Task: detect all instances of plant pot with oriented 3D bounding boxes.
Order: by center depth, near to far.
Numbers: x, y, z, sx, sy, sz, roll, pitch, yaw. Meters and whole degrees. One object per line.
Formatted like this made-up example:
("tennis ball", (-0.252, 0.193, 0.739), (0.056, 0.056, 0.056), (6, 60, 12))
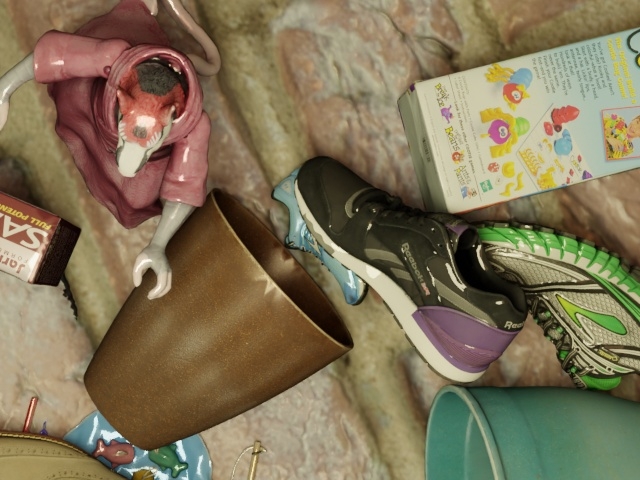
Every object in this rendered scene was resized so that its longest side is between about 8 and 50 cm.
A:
("plant pot", (0.265, 0.269, 1.481), (0.255, 0.271, 0.272), (-5, 89, -11))
("plant pot", (-0.122, 0.103, 1.489), (0.230, 0.215, 0.215), (-42, 92, 6))

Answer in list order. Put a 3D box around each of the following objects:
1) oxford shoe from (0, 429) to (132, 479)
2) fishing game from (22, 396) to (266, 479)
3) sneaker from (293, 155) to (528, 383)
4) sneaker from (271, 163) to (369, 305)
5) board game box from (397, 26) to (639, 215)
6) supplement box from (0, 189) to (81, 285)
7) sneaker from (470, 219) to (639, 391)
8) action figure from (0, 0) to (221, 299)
("oxford shoe", (-0.243, 0.271, 1.453), (0.348, 0.130, 0.123), (17, 85, -10))
("fishing game", (-0.202, 0.267, 1.547), (0.264, 0.041, 0.189), (16, 84, -4))
("sneaker", (0.099, -0.001, 1.466), (0.283, 0.107, 0.124), (47, 129, 13))
("sneaker", (0.000, 0.000, 1.569), (0.073, 0.063, 0.162), (-28, 83, 7))
("board game box", (0.238, -0.123, 1.544), (0.275, 0.142, 0.144), (-14, 89, -5))
("supplement box", (-0.317, -0.010, 1.445), (0.130, 0.239, 0.073), (23, 87, -4))
("sneaker", (0.277, 0.079, 1.545), (0.343, 0.134, 0.146), (25, 87, -4))
("action figure", (-0.158, -0.120, 1.398), (0.276, 0.370, 0.248), (-44, 100, -12))
